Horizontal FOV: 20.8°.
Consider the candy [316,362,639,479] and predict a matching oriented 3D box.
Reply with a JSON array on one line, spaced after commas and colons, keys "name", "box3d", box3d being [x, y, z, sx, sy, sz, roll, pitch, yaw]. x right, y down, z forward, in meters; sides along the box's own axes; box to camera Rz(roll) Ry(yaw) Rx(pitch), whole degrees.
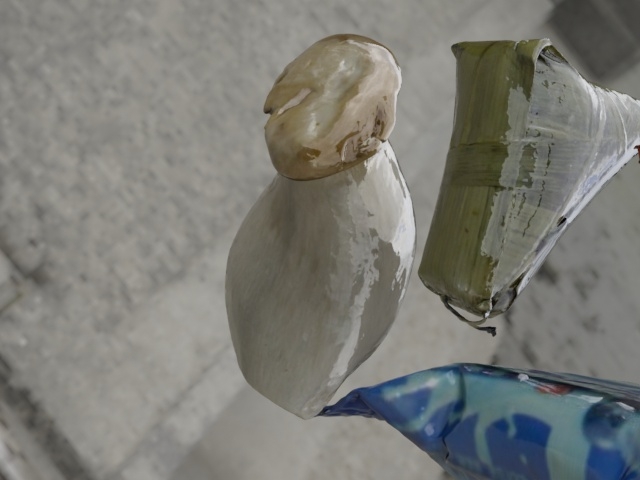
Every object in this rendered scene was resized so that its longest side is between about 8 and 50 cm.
[{"name": "candy", "box3d": [0.165, 0.115, 0.917, 0.187, 0.077, 0.331, 1, 9, -41]}]

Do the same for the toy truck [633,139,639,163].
[{"name": "toy truck", "box3d": [0.224, -0.051, 1.004, 0.024, 0.083, 0.032, 102, -18, -71]}]

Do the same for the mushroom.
[{"name": "mushroom", "box3d": [-0.002, -0.001, 0.858, 0.097, 0.212, 0.088, -30, 56, -33]}]

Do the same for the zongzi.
[{"name": "zongzi", "box3d": [0.168, -0.023, 1.249, 0.204, 0.205, 0.094, 16, -5, -41]}]
